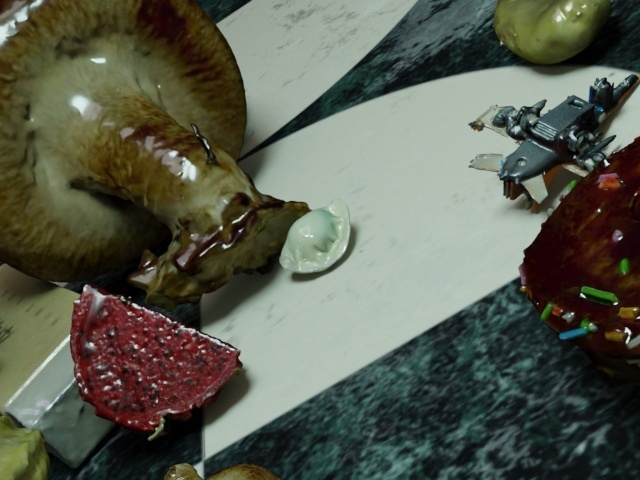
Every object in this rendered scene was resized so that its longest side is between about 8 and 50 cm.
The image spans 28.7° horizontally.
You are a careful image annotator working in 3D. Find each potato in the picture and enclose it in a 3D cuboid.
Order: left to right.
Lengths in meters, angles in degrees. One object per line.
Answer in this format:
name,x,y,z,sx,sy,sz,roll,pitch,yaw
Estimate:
potato,0.219,-0.207,1.178,0.091,0.070,0.138,-39,29,-7

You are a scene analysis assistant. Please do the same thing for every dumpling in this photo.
dumpling,0.000,0.001,1.150,0.077,0.043,0.059,-33,43,-22

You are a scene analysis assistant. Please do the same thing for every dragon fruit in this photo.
dragon fruit,-0.148,0.115,1.094,0.162,0.083,0.106,21,82,12

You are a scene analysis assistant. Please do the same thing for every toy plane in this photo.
toy plane,0.208,-0.098,1.032,0.135,0.062,0.188,34,68,32

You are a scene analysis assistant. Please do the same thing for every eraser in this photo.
eraser,-0.288,0.118,1.268,0.144,0.078,0.343,-49,29,-18

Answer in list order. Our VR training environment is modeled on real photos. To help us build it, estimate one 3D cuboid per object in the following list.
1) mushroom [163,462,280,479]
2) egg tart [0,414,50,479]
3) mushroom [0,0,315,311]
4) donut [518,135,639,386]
mushroom,-0.071,0.211,0.863,0.126,0.085,0.109,-40,62,-9
egg tart,-0.348,0.263,0.945,0.352,0.150,0.352,-51,6,8
mushroom,-0.226,-0.103,1.253,0.331,0.334,0.356,-27,20,-2
donut,0.248,0.003,0.798,0.235,0.089,0.235,-29,29,18
